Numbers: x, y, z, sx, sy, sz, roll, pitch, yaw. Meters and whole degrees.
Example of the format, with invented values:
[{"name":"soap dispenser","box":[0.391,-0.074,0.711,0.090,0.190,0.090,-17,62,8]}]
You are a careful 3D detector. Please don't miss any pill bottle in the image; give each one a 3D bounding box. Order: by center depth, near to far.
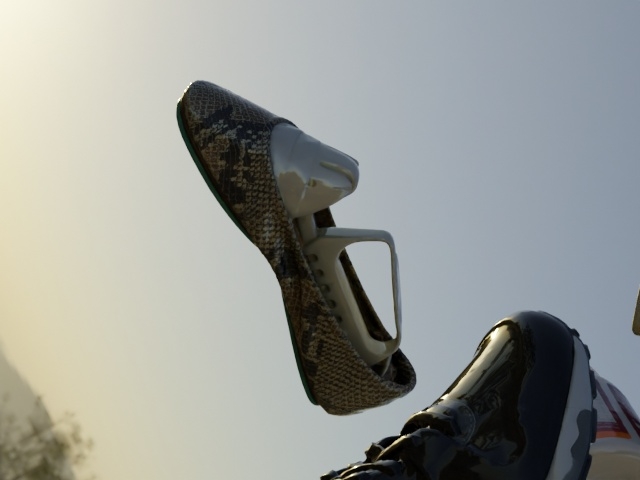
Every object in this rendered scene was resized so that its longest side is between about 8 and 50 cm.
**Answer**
[{"name":"pill bottle","box":[0.230,0.188,1.223,0.221,0.121,0.121,-98,166,-73]}]

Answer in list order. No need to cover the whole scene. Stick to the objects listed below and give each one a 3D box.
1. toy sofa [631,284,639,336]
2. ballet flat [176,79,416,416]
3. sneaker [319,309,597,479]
[{"name":"toy sofa","box":[0.431,0.110,1.372,0.150,0.177,0.362,1,-35,30]},{"name":"ballet flat","box":[0.000,0.000,1.716,0.483,0.182,0.164,66,28,-19]},{"name":"sneaker","box":[0.021,0.132,0.602,0.124,0.283,0.107,32,-25,-6]}]
